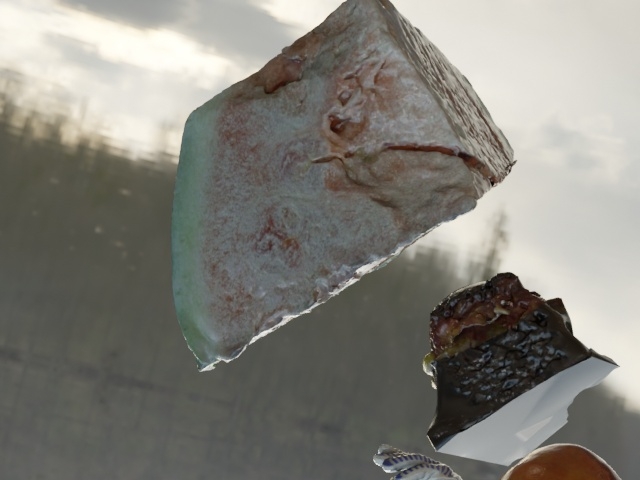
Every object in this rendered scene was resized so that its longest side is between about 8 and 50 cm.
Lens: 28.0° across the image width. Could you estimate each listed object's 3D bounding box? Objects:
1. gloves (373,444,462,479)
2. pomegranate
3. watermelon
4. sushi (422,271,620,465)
[{"bbox_3d":[0.174,0.402,2.024,0.229,0.119,0.097,40,-143,19],"label":"gloves"},{"bbox_3d":[0.357,0.400,1.897,0.209,0.209,0.209,14,171,2],"label":"pomegranate"},{"bbox_3d":[0.033,-0.037,0.920,0.310,0.193,0.231,-18,154,-17],"label":"watermelon"},{"bbox_3d":[0.191,0.121,1.362,0.153,0.172,0.150,21,-148,-48],"label":"sushi"}]
